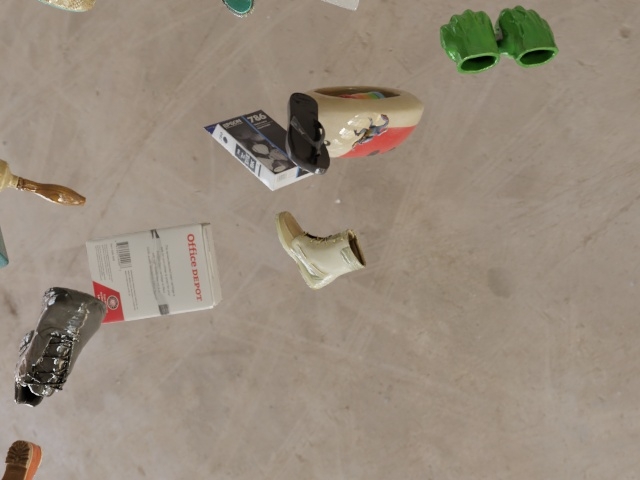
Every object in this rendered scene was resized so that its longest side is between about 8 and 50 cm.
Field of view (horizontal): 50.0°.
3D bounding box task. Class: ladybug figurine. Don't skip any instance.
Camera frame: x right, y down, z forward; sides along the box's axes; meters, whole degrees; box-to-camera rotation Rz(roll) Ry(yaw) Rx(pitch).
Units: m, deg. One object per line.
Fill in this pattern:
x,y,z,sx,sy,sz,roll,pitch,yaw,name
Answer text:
0.103,-0.324,1.866,0.305,0.449,0.162,22,117,40,ladybug figurine

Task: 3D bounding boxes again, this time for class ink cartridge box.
-0.174,-0.279,1.955,0.332,0.165,0.065,41,139,27,ink cartridge box
-0.379,0.072,1.594,0.272,0.114,0.197,-8,93,5,ink cartridge box

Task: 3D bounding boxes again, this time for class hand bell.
-0.584,-0.112,1.355,0.126,0.242,0.126,-27,55,47,hand bell

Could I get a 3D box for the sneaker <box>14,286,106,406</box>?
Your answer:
-0.434,0.182,1.132,0.286,0.109,0.130,-50,30,41,sneaker

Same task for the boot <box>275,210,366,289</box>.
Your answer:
0.000,0.000,1.649,0.165,0.077,0.213,-26,98,32,boot

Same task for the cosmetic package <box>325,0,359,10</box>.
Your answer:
0.050,-0.722,1.809,0.151,0.151,0.184,17,112,-5,cosmetic package

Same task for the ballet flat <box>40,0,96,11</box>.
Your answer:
-0.419,-0.392,0.976,0.067,0.206,0.073,-45,39,47,ballet flat

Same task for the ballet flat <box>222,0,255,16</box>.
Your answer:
-0.194,-0.544,1.502,0.188,0.070,0.070,55,127,21,ballet flat

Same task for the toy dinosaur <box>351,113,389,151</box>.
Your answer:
0.110,-0.242,1.493,0.047,0.082,0.090,61,153,2,toy dinosaur

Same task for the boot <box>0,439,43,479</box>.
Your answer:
-0.601,0.482,1.373,0.059,0.085,0.158,13,73,7,boot

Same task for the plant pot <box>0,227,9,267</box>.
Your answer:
-0.590,-0.051,1.011,0.234,0.165,0.166,115,137,-68,plant pot

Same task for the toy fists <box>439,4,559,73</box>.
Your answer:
0.415,-0.474,1.617,0.096,0.279,0.142,106,153,-66,toy fists

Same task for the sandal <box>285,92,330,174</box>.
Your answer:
-0.032,-0.251,1.545,0.054,0.097,0.255,122,146,-45,sandal
